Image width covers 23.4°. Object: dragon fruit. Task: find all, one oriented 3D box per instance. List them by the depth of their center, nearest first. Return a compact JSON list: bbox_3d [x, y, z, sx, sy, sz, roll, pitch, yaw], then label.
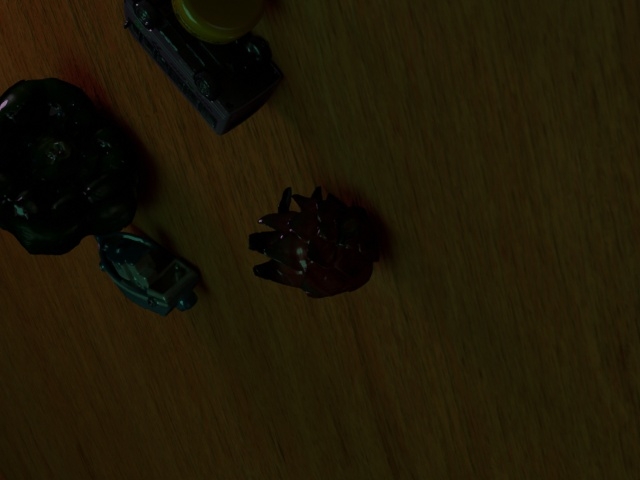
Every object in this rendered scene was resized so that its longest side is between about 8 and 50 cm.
[{"bbox_3d":[-0.001,0.007,1.820,0.142,0.130,0.121,25,102,35],"label":"dragon fruit"}]

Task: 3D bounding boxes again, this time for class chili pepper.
[{"bbox_3d":[-0.404,-0.097,2.279,0.248,0.233,0.256,55,160,11],"label":"chili pepper"}]

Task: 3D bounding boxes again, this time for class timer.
[{"bbox_3d":[-0.108,-0.273,1.705,0.107,0.107,0.109,58,158,-4],"label":"timer"}]

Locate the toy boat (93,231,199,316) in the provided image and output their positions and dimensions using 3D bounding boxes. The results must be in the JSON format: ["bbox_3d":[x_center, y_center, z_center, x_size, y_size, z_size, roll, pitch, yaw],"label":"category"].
[{"bbox_3d":[-0.275,0.031,2.351,0.215,0.088,0.102,29,153,39],"label":"toy boat"}]

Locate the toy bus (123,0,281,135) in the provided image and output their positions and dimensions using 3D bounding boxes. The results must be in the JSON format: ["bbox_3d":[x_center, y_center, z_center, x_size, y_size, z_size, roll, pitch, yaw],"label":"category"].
[{"bbox_3d":[-0.144,-0.229,1.830,0.199,0.096,0.108,49,158,7],"label":"toy bus"}]
